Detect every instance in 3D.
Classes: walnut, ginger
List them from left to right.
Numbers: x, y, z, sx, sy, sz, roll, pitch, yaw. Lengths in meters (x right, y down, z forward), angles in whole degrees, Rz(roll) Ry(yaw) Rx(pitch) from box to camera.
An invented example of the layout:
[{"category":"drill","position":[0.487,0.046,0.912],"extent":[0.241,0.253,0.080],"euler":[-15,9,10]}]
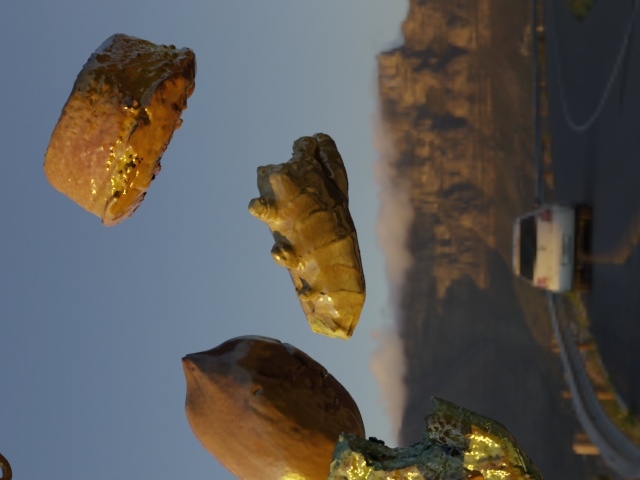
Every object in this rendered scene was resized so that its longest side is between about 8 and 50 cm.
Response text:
[{"category":"walnut","position":[-0.067,0.243,1.311],"extent":[0.203,0.298,0.203],"euler":[-51,8,10]},{"category":"ginger","position":[-0.008,-0.007,0.875],"extent":[0.115,0.081,0.205],"euler":[20,-121,-73]}]

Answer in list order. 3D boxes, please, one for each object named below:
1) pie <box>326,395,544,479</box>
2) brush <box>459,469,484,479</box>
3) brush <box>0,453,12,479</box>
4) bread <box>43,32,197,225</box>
[{"category":"pie","position":[0.141,0.335,1.119],"extent":[0.067,0.303,0.302],"euler":[-34,-56,-69]},{"category":"brush","position":[0.125,0.332,0.939],"extent":[0.090,0.017,0.314],"euler":[-26,-42,-33]},{"category":"brush","position":[-0.407,0.155,0.942],"extent":[0.272,0.013,0.103],"euler":[52,-164,-19]},{"category":"bread","position":[-0.358,-0.215,1.685],"extent":[0.336,0.204,0.358],"euler":[-56,11,25]}]
